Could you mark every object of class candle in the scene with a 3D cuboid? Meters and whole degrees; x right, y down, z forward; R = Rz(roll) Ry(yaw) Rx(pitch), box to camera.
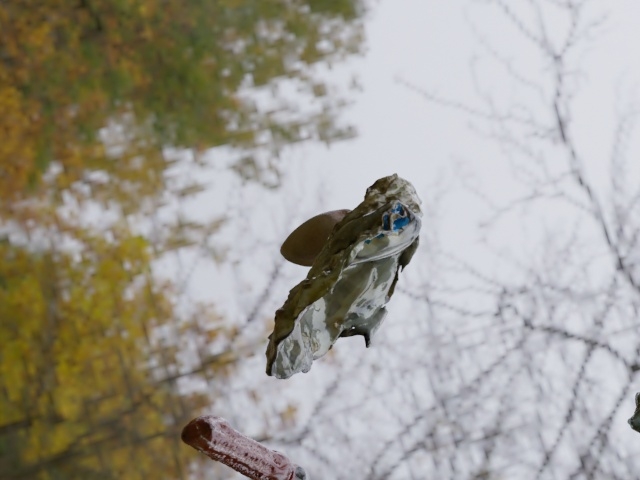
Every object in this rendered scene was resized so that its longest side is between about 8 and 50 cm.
[{"bbox_3d":[-0.083,0.262,1.991,0.048,0.051,0.329,44,0,28],"label":"candle"}]

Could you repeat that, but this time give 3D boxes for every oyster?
[{"bbox_3d":[0.019,0.044,1.714,0.083,0.223,0.214,34,-67,19],"label":"oyster"}]

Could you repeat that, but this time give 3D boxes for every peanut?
[{"bbox_3d":[0.000,0.000,2.531,0.152,0.076,0.076,-29,-107,35],"label":"peanut"}]

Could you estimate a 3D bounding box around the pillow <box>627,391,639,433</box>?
[{"bbox_3d":[0.444,0.222,2.008,0.055,0.136,0.091,97,16,-53],"label":"pillow"}]
